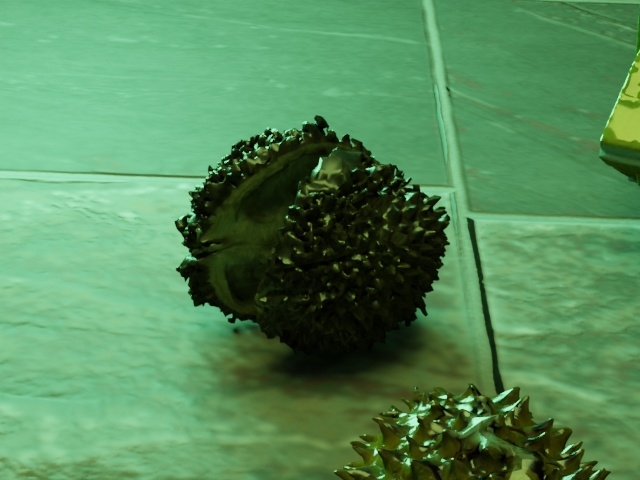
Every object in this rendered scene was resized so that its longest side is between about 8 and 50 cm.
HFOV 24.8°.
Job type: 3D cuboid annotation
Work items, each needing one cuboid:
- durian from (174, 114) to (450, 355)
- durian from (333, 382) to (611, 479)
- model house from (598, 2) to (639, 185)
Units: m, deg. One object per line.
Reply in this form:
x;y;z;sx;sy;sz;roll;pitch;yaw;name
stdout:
0.000;0.000;1.040;0.196;0.167;0.196;25;22;-11;durian
0.086;0.164;0.707;0.183;0.138;0.249;-6;31;-35;durian
0.339;-0.116;1.074;0.300;0.340;0.323;13;31;25;model house
